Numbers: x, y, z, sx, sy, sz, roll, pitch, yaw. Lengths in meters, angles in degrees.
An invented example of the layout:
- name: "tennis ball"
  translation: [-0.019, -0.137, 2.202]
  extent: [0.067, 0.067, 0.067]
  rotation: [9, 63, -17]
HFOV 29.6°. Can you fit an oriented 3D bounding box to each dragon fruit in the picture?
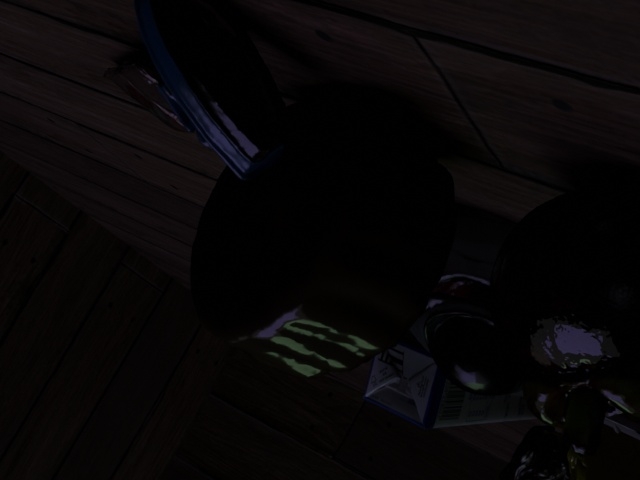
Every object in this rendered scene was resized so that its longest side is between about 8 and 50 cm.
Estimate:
- name: "dragon fruit"
  translation: [0.205, 0.070, 1.602]
  extent: [0.161, 0.120, 0.127]
  rotation: [48, -148, 21]

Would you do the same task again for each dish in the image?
- name: "dish"
  translation: [0.193, 0.112, 1.403]
  extent: [0.273, 0.134, 0.273]
  rotation: [21, 144, 16]

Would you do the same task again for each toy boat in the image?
- name: "toy boat"
  translation: [-0.113, -0.163, 1.183]
  extent: [0.097, 0.100, 0.223]
  rotation: [-23, 103, 52]

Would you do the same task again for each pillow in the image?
- name: "pillow"
  translation: [-0.201, -0.187, 1.541]
  extent: [0.135, 0.049, 0.248]
  rotation: [34, 173, -17]

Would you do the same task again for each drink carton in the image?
- name: "drink carton"
  translation: [0.220, 0.189, 1.716]
  extent: [0.315, 0.106, 0.130]
  rotation: [3, -167, -43]

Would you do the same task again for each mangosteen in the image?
- name: "mangosteen"
  translation: [0.245, 0.065, 1.068]
  extent: [0.216, 0.216, 0.216]
  rotation: [29, 170, 6]

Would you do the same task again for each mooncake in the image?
- name: "mooncake"
  translation: [0.000, 0.000, 1.245]
  extent: [0.161, 0.290, 0.290]
  rotation: [30, 171, -31]

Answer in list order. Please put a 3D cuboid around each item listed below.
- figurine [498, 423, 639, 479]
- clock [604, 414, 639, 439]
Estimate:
- name: "figurine"
  translation: [0.382, 0.320, 1.753]
  extent: [0.187, 0.168, 0.315]
  rotation: [35, 164, -9]
- name: "clock"
  translation: [0.385, 0.153, 1.266]
  extent: [0.197, 0.150, 0.063]
  rotation: [23, 170, 31]
